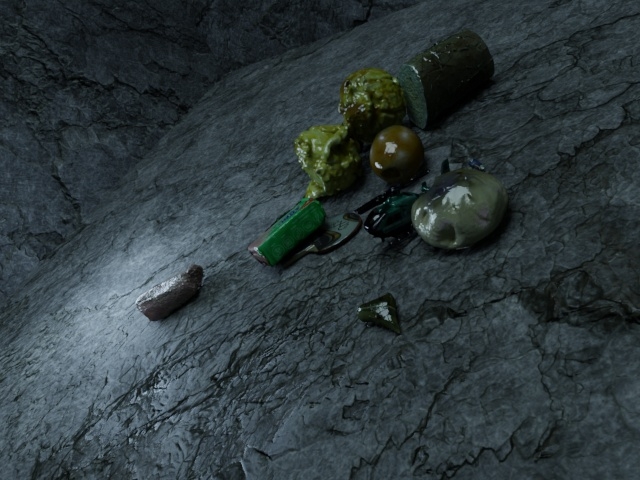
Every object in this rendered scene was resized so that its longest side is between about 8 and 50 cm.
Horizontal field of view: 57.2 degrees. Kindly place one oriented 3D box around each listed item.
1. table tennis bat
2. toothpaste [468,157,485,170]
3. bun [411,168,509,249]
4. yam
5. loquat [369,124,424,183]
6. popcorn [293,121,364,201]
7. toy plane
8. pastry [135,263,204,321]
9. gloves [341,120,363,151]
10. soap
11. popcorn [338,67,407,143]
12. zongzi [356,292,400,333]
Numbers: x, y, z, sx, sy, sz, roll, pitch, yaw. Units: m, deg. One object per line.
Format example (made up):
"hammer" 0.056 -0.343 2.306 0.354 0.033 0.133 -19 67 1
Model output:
"table tennis bat" 0.000 0.000 1.914 0.301 0.022 0.173 -31 28 0
"toothpaste" 0.482 -0.231 1.801 0.027 0.019 0.083 -54 28 11
"bun" 0.371 -0.101 1.573 0.272 0.168 0.273 -26 27 14
"yam" 0.456 -0.602 2.153 0.348 0.241 0.241 -34 30 -8
"loquat" 0.254 -0.290 1.949 0.179 0.179 0.227 -15 39 28
"popcorn" 0.031 -0.288 2.074 0.237 0.293 0.293 -3 38 10
"toy plane" 0.253 -0.104 1.709 0.381 0.155 0.106 -26 26 -23
"pastry" -0.516 0.185 2.050 0.265 0.103 0.112 -39 38 -6
"gloves" 0.132 -0.435 2.341 0.135 0.107 0.268 2 32 -2
"soap" -0.108 -0.023 1.942 0.273 0.098 0.218 -42 16 -13
"popcorn" 0.185 -0.507 2.175 0.247 0.282 0.282 -4 26 -17
"zongzi" 0.142 0.200 1.470 0.109 0.055 0.119 -24 43 20
